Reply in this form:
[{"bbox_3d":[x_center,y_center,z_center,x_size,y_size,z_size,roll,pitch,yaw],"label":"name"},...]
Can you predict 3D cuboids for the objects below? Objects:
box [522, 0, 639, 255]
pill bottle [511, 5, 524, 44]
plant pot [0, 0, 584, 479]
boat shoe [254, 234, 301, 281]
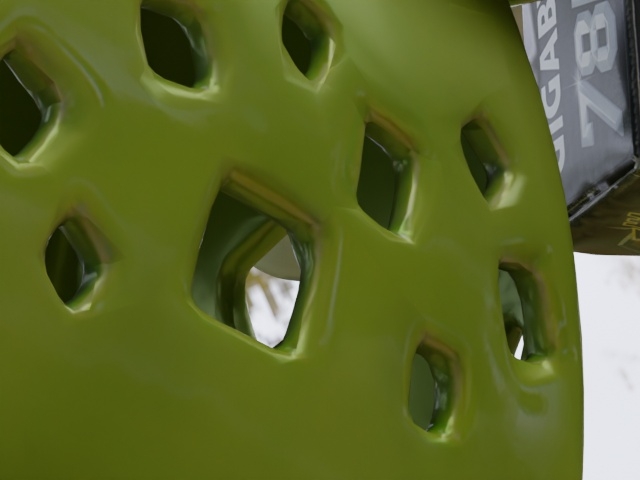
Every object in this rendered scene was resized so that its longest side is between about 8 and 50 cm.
[{"bbox_3d":[0.201,-0.132,0.593,0.293,0.295,0.073,4,-20,-17],"label":"box"},{"bbox_3d":[0.008,-0.164,0.932,0.117,0.215,0.117,-31,-18,-11],"label":"pill bottle"},{"bbox_3d":[-0.078,-0.026,0.430,0.227,0.207,0.228,27,-19,-37],"label":"plant pot"},{"bbox_3d":[0.000,0.002,1.220,0.042,0.133,0.049,-24,-52,-69],"label":"boat shoe"}]
